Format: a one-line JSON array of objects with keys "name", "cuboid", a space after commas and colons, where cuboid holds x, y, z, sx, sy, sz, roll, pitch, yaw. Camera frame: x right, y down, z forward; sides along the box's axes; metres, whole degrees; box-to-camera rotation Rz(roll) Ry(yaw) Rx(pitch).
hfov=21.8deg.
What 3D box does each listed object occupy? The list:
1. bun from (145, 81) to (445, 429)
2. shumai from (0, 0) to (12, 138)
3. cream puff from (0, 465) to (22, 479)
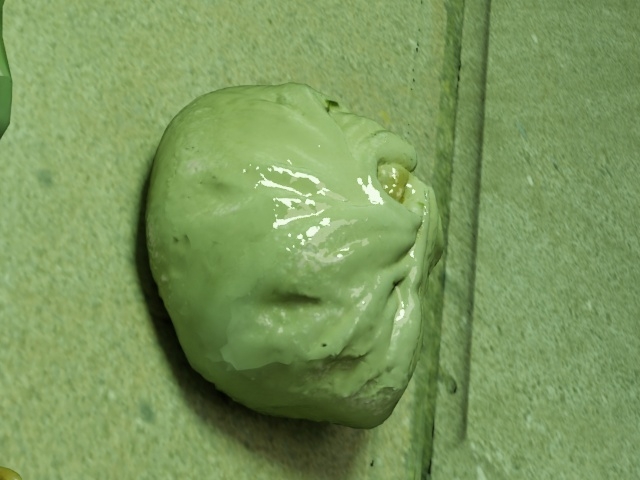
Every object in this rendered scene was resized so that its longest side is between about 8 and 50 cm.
[{"name": "bun", "cuboid": [0.000, 0.000, 1.009, 0.231, 0.133, 0.231, 37, 36, -34]}, {"name": "shumai", "cuboid": [-0.260, -0.122, 0.520, 0.348, 0.395, 0.395, 42, 36, -25]}, {"name": "cream puff", "cuboid": [-0.146, 0.154, 0.669, 0.144, 0.126, 0.103, 43, -16, 37]}]
